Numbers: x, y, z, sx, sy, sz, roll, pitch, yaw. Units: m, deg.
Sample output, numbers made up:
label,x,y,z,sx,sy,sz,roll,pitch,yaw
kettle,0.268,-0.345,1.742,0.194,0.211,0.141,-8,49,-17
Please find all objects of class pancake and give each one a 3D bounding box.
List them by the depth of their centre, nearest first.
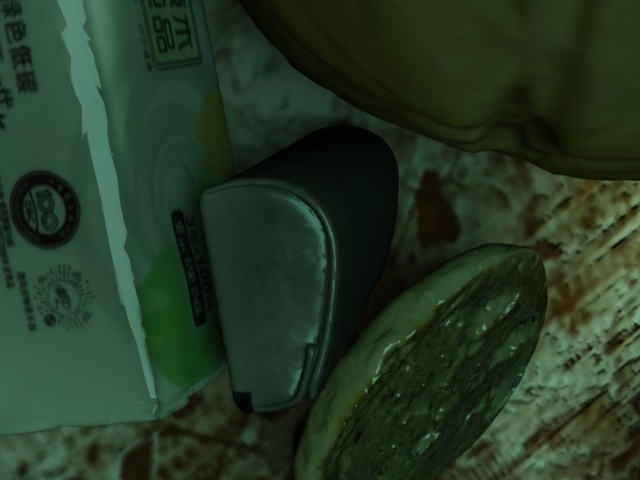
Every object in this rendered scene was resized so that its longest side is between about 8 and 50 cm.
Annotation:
label,x,y,z,sx,sy,sz,roll,pitch,yaw
pancake,0.044,0.066,0.503,0.151,0.025,0.151,-35,146,-29

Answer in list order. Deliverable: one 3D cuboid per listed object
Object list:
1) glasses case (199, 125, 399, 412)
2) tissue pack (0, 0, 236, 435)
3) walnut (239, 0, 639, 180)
label,x,y,z,sx,sy,sz,roll,pitch,yaw
glasses case,0.000,0.001,0.437,0.042,0.190,0.072,-1,100,9
tissue pack,-0.109,-0.063,0.417,0.159,0.145,0.229,-6,100,24
walnut,0.107,-0.182,0.408,0.333,0.333,0.333,-2,96,-20
